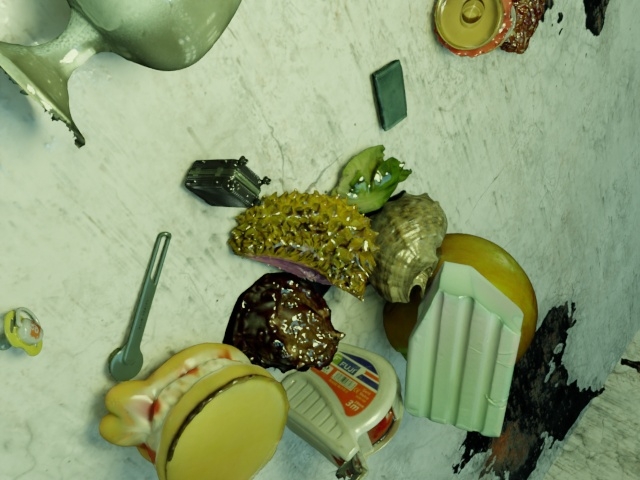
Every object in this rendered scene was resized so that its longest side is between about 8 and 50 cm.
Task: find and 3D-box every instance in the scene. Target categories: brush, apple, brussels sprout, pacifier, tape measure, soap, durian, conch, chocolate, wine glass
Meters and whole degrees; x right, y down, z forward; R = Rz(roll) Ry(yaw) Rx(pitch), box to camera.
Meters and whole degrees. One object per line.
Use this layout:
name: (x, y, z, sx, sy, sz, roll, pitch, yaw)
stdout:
brush: (-0.301, 0.110, 1.028, 0.062, 0.027, 0.266, 16, 93, -47)
apple: (0.314, 0.168, 1.464, 0.374, 0.374, 0.384, 7, 142, -46)
brussels sprout: (0.103, -0.116, 1.271, 0.181, 0.100, 0.139, -42, 148, -29)
pacifier: (-0.444, 0.136, 0.883, 0.064, 0.068, 0.083, -22, 147, 3)
tape measure: (0.050, 0.357, 1.305, 0.265, 0.258, 0.130, -39, 129, -26)
soap: (0.285, 0.222, 1.225, 0.115, 0.208, 0.347, -56, 150, -52)
durian: (-0.001, -0.001, 1.161, 0.341, 0.112, 0.191, 24, 98, -29)
conch: (0.171, -0.002, 1.321, 0.159, 0.210, 0.291, 52, 28, -22)
chocolate: (-0.048, 0.183, 1.195, 0.224, 0.177, 0.206, -40, 132, -27)
wine glass: (-0.251, -0.292, 0.745, 0.323, 0.238, 0.238, -49, 135, -12)

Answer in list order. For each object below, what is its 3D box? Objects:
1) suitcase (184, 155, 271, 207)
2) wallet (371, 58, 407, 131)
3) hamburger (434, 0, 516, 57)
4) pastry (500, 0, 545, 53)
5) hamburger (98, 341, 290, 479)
suitcase: (-0.156, -0.095, 1.000, 0.086, 0.126, 0.059, 41, 62, -46)
wallet: (0.146, -0.304, 1.271, 0.088, 0.026, 0.129, -39, 130, -31)
hamburger: (0.336, -0.470, 1.291, 0.137, 0.175, 0.175, -14, 118, -54)
pastry: (0.473, -0.547, 1.437, 0.115, 0.097, 0.209, 20, 92, -57)
hamburger: (-0.222, 0.316, 1.074, 0.302, 0.186, 0.261, -12, 119, -47)
